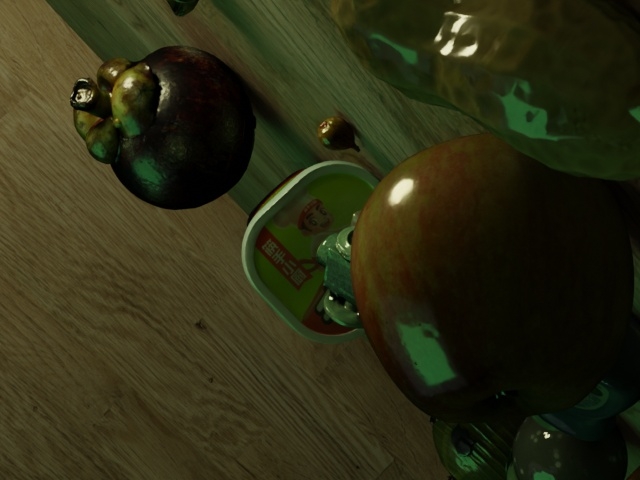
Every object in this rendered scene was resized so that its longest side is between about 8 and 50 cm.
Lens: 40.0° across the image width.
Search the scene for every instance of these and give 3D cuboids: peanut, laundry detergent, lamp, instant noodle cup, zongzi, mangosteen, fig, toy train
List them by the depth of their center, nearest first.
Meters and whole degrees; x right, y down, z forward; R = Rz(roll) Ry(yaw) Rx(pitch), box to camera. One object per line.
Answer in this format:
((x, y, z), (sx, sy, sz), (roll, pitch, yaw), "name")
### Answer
((0.128, -0.134, 0.627), (0.298, 0.120, 0.136), (38, -167, 35), "peanut")
((0.324, 0.173, 1.108), (0.143, 0.094, 0.289), (43, 162, 21), "laundry detergent")
((0.147, 0.062, 1.197), (0.304, 0.222, 0.150), (34, 131, 31), "toy train")
((-0.215, -0.398, 1.294), (0.104, 0.052, 0.113), (51, 159, -1), "zongzi")
((0.032, -0.151, 1.301), (0.083, 0.050, 0.050), (29, -176, -40), "fig")
((0.378, 0.386, 1.491), (0.182, 0.182, 0.314), (45, 139, 3), "lamp")
((0.000, 0.000, 1.524), (0.294, 0.294, 0.308), (47, 179, -13), "instant noodle cup")
((-0.276, -0.205, 1.614), (0.330, 0.330, 0.330), (44, 172, 8), "mangosteen")
((0.325, 0.400, 1.754), (0.250, 0.284, 0.250), (42, 177, 3), "lamp")

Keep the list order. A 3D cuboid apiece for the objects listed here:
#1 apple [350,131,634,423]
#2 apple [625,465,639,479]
((0.154, 0.039, 0.799), (0.257, 0.257, 0.233), (58, -153, -58), "apple")
((0.428, 0.353, 0.809), (0.338, 0.338, 0.305), (46, 173, -4), "apple")
